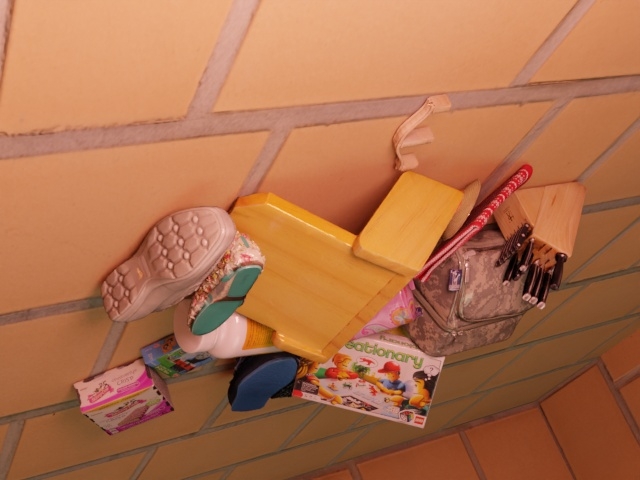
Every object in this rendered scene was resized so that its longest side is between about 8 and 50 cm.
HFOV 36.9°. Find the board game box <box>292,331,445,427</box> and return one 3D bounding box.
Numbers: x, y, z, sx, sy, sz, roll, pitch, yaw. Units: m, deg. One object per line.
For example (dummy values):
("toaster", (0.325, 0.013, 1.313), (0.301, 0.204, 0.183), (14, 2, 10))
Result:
("board game box", (0.104, 0.288, 2.113), (0.305, 0.053, 0.193), (13, 115, 2))

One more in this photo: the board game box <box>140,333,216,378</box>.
("board game box", (-0.246, 0.215, 1.999), (0.211, 0.039, 0.160), (-26, 157, 4))

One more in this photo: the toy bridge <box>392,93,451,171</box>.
("toy bridge", (0.150, -0.166, 1.550), (0.063, 0.026, 0.188), (-12, 155, -21))

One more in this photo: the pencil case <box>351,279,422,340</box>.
("pencil case", (0.058, 0.144, 1.982), (0.284, 0.124, 0.124), (-19, 159, 11))

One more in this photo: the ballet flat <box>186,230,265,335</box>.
("ballet flat", (-0.159, 0.070, 1.588), (0.091, 0.077, 0.241), (1, 146, -35))

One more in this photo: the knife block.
("knife block", (0.474, 0.011, 1.977), (0.275, 0.242, 0.088), (-9, 154, -32))

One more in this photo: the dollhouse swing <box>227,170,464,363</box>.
("dollhouse swing", (0.000, 0.000, 1.696), (0.315, 0.305, 0.347), (-54, -178, -43))

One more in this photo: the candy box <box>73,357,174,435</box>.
("candy box", (-0.417, 0.340, 2.069), (0.159, 0.071, 0.233), (-21, 157, -5))

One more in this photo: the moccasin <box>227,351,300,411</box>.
("moccasin", (-0.153, 0.289, 2.168), (0.137, 0.117, 0.342), (3, 153, -25))

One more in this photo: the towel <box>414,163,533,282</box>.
("towel", (0.296, -0.035, 1.830), (0.199, 0.031, 0.275), (-46, 177, 43))

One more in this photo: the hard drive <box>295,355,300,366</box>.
("hard drive", (-0.013, 0.271, 2.372), (0.094, 0.022, 0.135), (-8, 152, -35))

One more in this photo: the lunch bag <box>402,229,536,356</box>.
("lunch bag", (0.327, 0.087, 2.074), (0.305, 0.212, 0.256), (-7, 136, -36))

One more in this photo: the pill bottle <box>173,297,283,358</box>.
("pill bottle", (-0.150, 0.152, 1.822), (0.245, 0.136, 0.136), (-2, 149, -42))

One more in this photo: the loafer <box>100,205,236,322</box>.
("loafer", (-0.232, 0.036, 1.536), (0.111, 0.112, 0.319), (-5, 160, -48))

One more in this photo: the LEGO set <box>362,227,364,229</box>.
("LEGO set", (0.117, 0.018, 1.888), (0.244, 0.060, 0.182), (-23, 159, 4))

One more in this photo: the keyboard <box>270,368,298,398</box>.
("keyboard", (-0.004, 0.351, 2.510), (0.201, 0.033, 0.317), (-8, 160, -33))

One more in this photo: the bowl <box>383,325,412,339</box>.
("bowl", (0.112, 0.241, 2.224), (0.289, 0.156, 0.289), (-21, 153, -11))

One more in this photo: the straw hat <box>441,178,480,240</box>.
("straw hat", (0.238, -0.071, 1.794), (0.061, 0.144, 0.144), (29, 141, -7))
